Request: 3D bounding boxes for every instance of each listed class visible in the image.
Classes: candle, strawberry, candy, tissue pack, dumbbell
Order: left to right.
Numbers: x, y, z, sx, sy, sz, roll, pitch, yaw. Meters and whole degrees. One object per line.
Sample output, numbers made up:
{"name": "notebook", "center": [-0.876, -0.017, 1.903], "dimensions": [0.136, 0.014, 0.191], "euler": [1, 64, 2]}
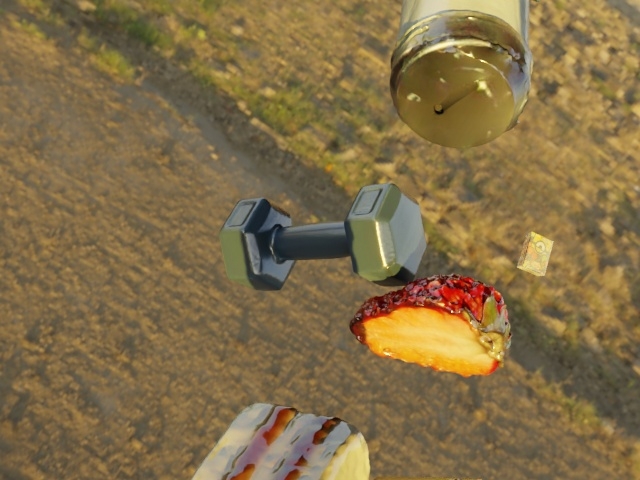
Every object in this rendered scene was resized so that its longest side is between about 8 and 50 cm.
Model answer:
{"name": "candy", "center": [-0.032, 0.314, 0.805], "dimensions": [0.135, 0.321, 0.179], "euler": [7, 39, 24]}
{"name": "dumbbell", "center": [0.000, 0.000, 1.397], "dimensions": [0.144, 0.324, 0.160], "euler": [-22, 105, -57]}
{"name": "strawberry", "center": [0.163, 0.105, 1.286], "dimensions": [0.190, 0.236, 0.111], "euler": [59, 42, -43]}
{"name": "candle", "center": [0.230, -0.328, 1.417], "dimensions": [0.221, 0.221, 0.343], "euler": [27, 50, -17]}
{"name": "tissue pack", "center": [0.474, 0.030, 1.954], "dimensions": [0.063, 0.083, 0.035], "euler": [23, -11, -18]}

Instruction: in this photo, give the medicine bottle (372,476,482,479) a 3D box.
{"name": "medicine bottle", "center": [0.182, 0.452, 1.505], "dimensions": [0.096, 0.191, 0.096], "euler": [21, 66, -60]}
